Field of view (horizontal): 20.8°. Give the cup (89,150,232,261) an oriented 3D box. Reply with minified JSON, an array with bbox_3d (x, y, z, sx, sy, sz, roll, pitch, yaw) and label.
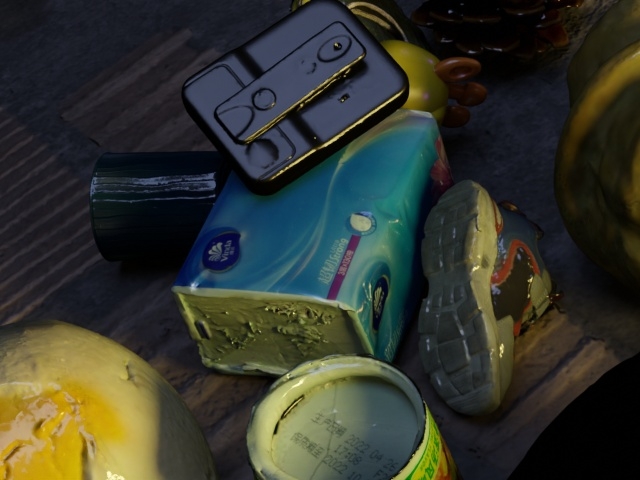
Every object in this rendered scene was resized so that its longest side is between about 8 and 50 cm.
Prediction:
[{"bbox_3d":[-0.152,-0.050,1.815,0.138,0.113,0.150,-2,49,14],"label":"cup"}]

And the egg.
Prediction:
[{"bbox_3d":[-0.242,0.167,1.488,0.337,0.201,0.337,0,9,0],"label":"egg"}]

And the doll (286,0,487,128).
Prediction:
[{"bbox_3d":[0.060,-0.166,1.793,0.221,0.143,0.135,15,54,-11],"label":"doll"}]

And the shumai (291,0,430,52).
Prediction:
[{"bbox_3d":[0.026,-0.211,1.930,0.142,0.184,0.184,-39,39,23],"label":"shumai"}]

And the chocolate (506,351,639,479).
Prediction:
[{"bbox_3d":[0.250,0.261,1.306,0.340,0.210,0.225,-52,11,-29],"label":"chocolate"}]

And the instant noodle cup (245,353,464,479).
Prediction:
[{"bbox_3d":[0.039,0.215,1.409,0.207,0.232,0.207,-9,45,9],"label":"instant noodle cup"}]

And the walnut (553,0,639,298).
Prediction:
[{"bbox_3d":[0.344,-0.082,1.576,0.253,0.276,0.282,6,38,16],"label":"walnut"}]

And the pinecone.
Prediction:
[{"bbox_3d":[0.192,-0.297,1.891,0.208,0.207,0.207,-9,45,10],"label":"pinecone"}]

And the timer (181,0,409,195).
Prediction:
[{"bbox_3d":[-0.025,-0.145,1.666,0.187,0.055,0.144,-35,66,-10],"label":"timer"}]

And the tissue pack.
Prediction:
[{"bbox_3d":[0.000,0.000,1.692,0.198,0.146,0.263,5,49,24],"label":"tissue pack"}]

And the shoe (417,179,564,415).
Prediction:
[{"bbox_3d":[0.165,0.060,1.634,0.099,0.126,0.227,-24,59,48],"label":"shoe"}]
